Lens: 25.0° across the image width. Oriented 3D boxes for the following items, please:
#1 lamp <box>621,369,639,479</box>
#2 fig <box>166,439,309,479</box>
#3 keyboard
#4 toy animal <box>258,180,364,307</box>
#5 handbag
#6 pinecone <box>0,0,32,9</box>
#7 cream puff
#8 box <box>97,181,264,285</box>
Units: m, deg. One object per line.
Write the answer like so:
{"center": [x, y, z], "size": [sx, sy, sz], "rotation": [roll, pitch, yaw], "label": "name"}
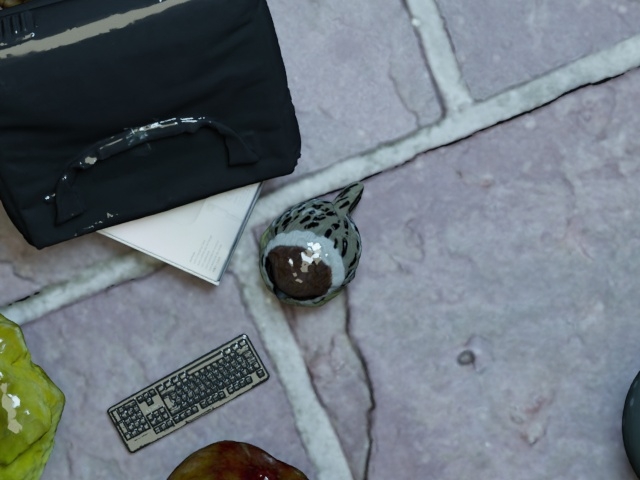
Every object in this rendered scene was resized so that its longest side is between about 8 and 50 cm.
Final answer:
{"center": [0.410, 0.125, 1.351], "size": [0.182, 0.182, 0.314], "rotation": [41, 68, -3], "label": "lamp"}
{"center": [-0.108, 0.321, 1.341], "size": [0.170, 0.145, 0.274], "rotation": [34, 103, -2], "label": "fig"}
{"center": [-0.127, 0.148, 1.388], "size": [0.155, 0.010, 0.053], "rotation": [-29, 94, -2], "label": "keyboard"}
{"center": [0.000, 0.000, 1.347], "size": [0.098, 0.098, 0.137], "rotation": [37, 90, -3], "label": "toy animal"}
{"center": [-0.165, -0.118, 1.243], "size": [0.275, 0.088, 0.244], "rotation": [-19, 135, -3], "label": "handbag"}
{"center": [-0.202, -0.280, 1.279], "size": [0.201, 0.202, 0.229], "rotation": [28, 93, -36], "label": "pinecone"}
{"center": [-0.375, 0.167, 1.293], "size": [0.282, 0.185, 0.281], "rotation": [0, 89, -3], "label": "cream puff"}
{"center": [-0.129, -0.043, 1.362], "size": [0.129, 0.051, 0.130], "rotation": [24, 90, -3], "label": "box"}
